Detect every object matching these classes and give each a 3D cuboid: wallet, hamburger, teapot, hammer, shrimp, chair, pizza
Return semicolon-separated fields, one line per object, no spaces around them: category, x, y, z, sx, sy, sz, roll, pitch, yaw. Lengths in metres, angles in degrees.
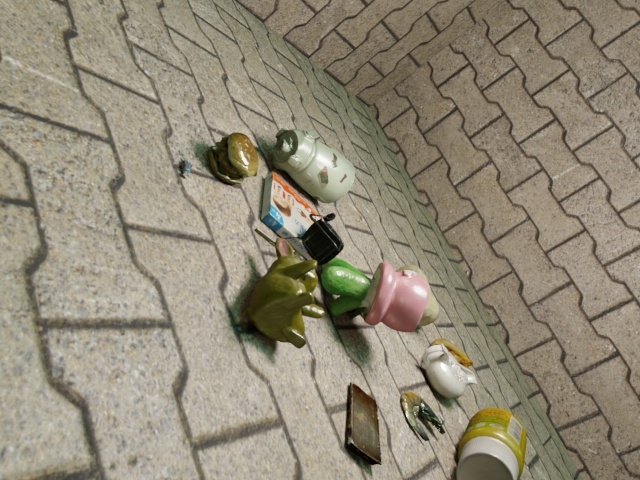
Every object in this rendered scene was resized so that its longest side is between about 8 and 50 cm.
wallet;0.120;0.516;1.491;0.122;0.031;0.232;43;23;-18
hamburger;-0.258;-0.254;1.669;0.185;0.131;0.159;28;38;-55
teapot;0.501;0.516;2.108;0.300;0.166;0.208;51;32;-37
hammer;-0.136;0.022;1.679;0.195;0.028;0.060;37;35;-32
shrimp;0.350;0.613;1.805;0.217;0.051;0.150;43;27;-10
chair;0.000;0.000;1.705;0.145;0.140;0.221;53;20;6
pizza;0.599;0.533;2.376;0.365;0.074;0.182;37;20;-37

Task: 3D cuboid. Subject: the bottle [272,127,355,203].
bottle;-0.050;-0.314;2.087;0.351;0.229;0.229;31;32;-40

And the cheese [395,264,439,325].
cheese;0.390;0.237;2.237;0.251;0.173;0.248;31;41;-43

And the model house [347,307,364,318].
model house;0.115;0.222;1.841;0.083;0.066;0.079;56;20;6

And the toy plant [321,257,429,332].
toy plant;0.165;0.164;1.743;0.356;0.211;0.317;13;7;1

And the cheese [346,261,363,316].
cheese;0.149;0.188;1.984;0.127;0.050;0.255;20;39;-53

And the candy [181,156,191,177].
candy;-0.379;-0.207;1.500;0.030;0.020;0.083;38;26;-37

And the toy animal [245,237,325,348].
toy animal;-0.074;0.119;1.446;0.363;0.180;0.181;-67;159;-58

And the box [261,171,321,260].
box;-0.095;-0.079;1.860;0.273;0.048;0.265;42;26;-30

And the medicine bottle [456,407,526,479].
medicine bottle;0.606;0.760;1.875;0.224;0.224;0.384;59;22;9
